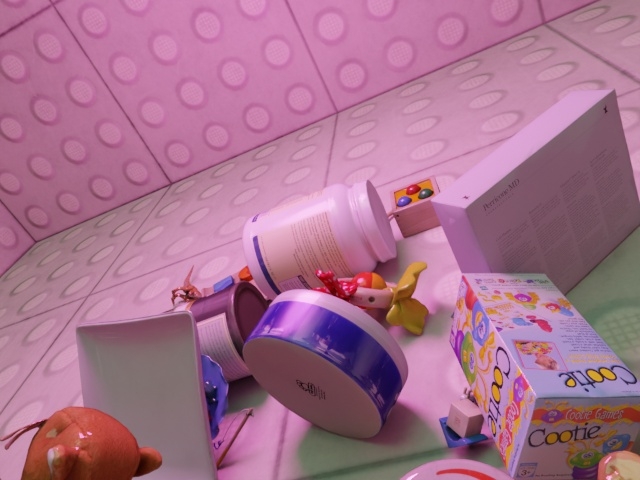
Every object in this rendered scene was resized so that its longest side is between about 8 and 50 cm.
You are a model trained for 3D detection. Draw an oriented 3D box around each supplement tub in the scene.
[{"bbox_3d":[0.000,0.000,1.278,0.325,0.235,0.235,-20,28,16],"label":"supplement tub"}]

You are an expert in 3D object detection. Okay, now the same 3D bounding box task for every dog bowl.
[{"bbox_3d":[0.005,0.209,0.871,0.265,0.264,0.104,-3,38,40],"label":"dog bowl"}]

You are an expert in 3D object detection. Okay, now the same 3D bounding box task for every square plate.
[{"bbox_3d":[-0.333,0.317,0.999,0.344,0.346,0.049,-11,-4,31],"label":"square plate"}]

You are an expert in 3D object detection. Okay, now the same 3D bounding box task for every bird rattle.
[{"bbox_3d":[0.093,0.117,1.073,0.254,0.143,0.207,-3,2,0],"label":"bird rattle"}]

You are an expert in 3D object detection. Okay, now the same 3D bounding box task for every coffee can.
[{"bbox_3d":[-0.258,0.229,1.157,0.276,0.201,0.201,-21,27,14],"label":"coffee can"}]

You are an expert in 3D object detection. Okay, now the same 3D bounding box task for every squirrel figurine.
[{"bbox_3d":[-0.381,0.453,0.740,0.370,0.281,0.397,-50,46,1],"label":"squirrel figurine"}]

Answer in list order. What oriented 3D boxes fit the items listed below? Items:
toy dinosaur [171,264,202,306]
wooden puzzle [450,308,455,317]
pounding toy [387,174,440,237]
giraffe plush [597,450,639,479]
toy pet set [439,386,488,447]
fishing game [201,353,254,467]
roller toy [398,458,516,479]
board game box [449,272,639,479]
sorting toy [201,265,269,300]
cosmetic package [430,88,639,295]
[{"bbox_3d":[-0.406,0.155,1.605,0.112,0.064,0.211,-15,28,-29],"label":"toy dinosaur"},{"bbox_3d":[0.289,0.136,1.020,0.049,0.006,0.083,6,42,48],"label":"wooden puzzle"},{"bbox_3d":[0.221,-0.095,1.395,0.206,0.094,0.181,-20,28,15],"label":"pounding toy"},{"bbox_3d":[0.337,0.312,0.486,0.210,0.170,0.181,-24,37,19],"label":"giraffe plush"},{"bbox_3d":[0.247,0.277,0.778,0.114,0.065,0.122,-2,18,-29],"label":"toy pet set"},{"bbox_3d":[-0.261,0.310,1.011,0.264,0.041,0.189,39,99,25],"label":"fishing game"},{"bbox_3d":[0.160,0.364,0.583,0.209,0.146,0.191,11,38,40],"label":"roller toy"},{"bbox_3d":[0.299,0.176,0.738,0.145,0.142,0.275,1,27,-4],"label":"board game box"},{"bbox_3d":[-0.215,0.157,1.407,0.229,0.041,0.307,-26,29,-1],"label":"sorting toy"},{"bbox_3d":[0.405,-0.054,0.936,0.377,0.284,0.097,-36,28,-16],"label":"cosmetic package"}]
